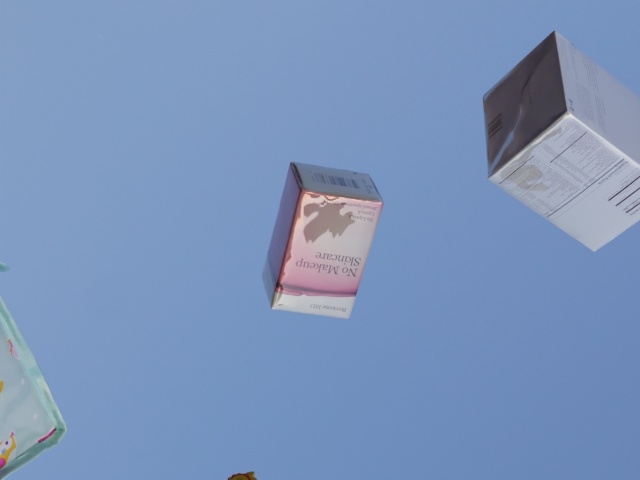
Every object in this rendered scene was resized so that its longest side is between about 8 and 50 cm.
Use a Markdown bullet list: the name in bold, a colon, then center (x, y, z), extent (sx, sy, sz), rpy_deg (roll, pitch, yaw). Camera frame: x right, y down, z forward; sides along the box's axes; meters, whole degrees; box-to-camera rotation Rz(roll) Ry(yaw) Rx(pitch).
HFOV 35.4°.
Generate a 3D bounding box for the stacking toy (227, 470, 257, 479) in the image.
- **stacking toy**: center (-0.057, 0.456, 1.454), extent (0.052, 0.166, 0.221), rpy_deg (-24, -147, -29)

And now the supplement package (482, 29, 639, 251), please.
- **supplement package**: center (0.346, -0.134, 1.367), extent (0.149, 0.203, 0.194), rpy_deg (-43, -154, 36)

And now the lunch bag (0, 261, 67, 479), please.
- **lunch bag**: center (-0.360, 0.073, 0.833), extent (0.223, 0.262, 0.160), rpy_deg (10, -143, 40)

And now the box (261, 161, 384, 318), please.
- **box**: center (0.000, 0.000, 1.725), extent (0.127, 0.149, 0.232), rpy_deg (-111, -147, -61)
